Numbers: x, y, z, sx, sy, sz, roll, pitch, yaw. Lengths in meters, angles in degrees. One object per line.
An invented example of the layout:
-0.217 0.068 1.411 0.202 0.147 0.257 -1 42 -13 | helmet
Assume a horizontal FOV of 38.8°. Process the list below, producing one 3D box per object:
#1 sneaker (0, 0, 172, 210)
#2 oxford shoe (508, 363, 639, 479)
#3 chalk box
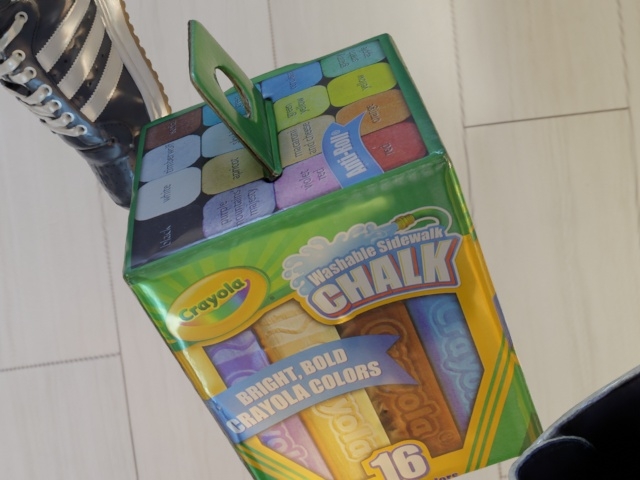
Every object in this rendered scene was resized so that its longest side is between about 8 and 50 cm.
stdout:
-0.203 -0.122 0.630 0.153 0.099 0.282 -39 127 -39 | sneaker
0.116 0.137 0.332 0.146 0.140 0.397 26 113 1 | oxford shoe
0.000 0.000 0.554 0.179 0.180 0.289 -20 124 6 | chalk box
